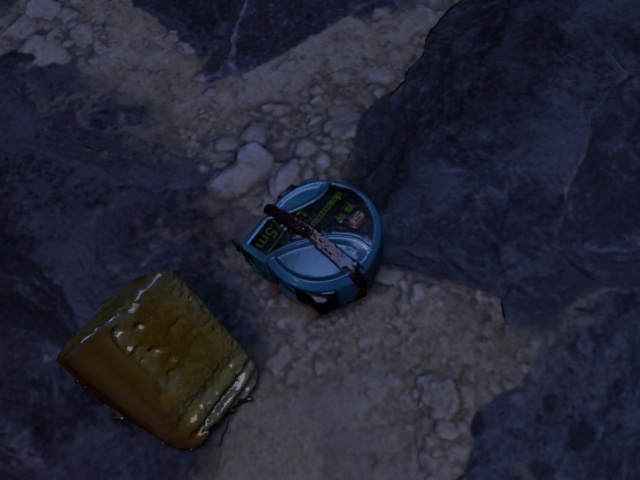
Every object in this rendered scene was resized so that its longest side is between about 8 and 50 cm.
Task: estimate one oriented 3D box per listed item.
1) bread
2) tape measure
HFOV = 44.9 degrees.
[{"bbox_3d":[-0.169,0.109,0.768,0.140,0.169,0.160,-47,27,-21],"label":"bread"},{"bbox_3d":[0.000,0.000,0.802,0.146,0.081,0.125,35,71,20],"label":"tape measure"}]
